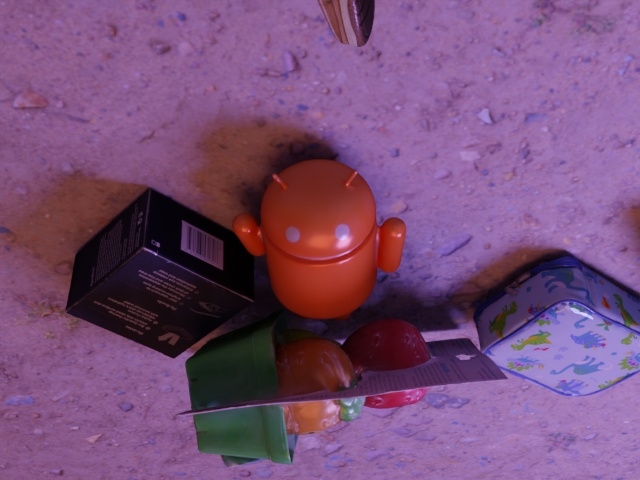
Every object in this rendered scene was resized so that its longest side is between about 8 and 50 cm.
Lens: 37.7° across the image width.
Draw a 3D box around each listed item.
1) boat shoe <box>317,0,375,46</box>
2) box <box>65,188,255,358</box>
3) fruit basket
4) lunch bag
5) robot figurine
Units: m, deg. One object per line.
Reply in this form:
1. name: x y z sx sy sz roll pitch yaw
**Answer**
1. boat shoe: -0.002 -0.249 0.788 0.072 0.068 0.190 -1 130 17
2. box: -0.185 0.043 1.096 0.156 0.093 0.158 30 129 -34
3. fruit basket: 0.026 0.172 1.126 0.352 0.166 0.327 -2 -179 1
4. lunch bag: 0.319 0.120 1.223 0.219 0.090 0.176 24 132 -29
5. robot figurine: -0.002 0.000 1.029 0.128 0.158 0.219 -40 149 -26
